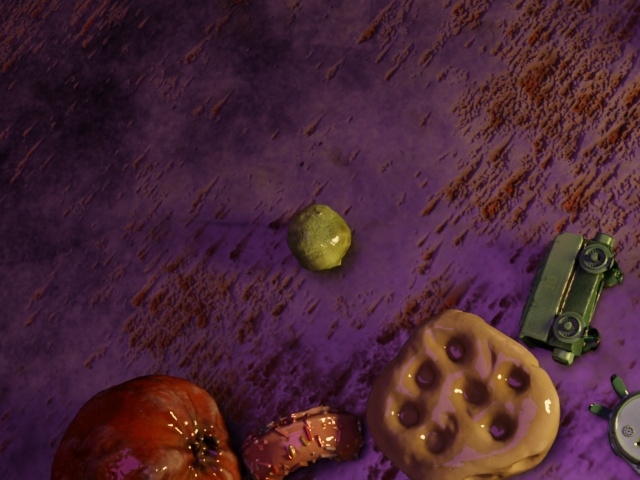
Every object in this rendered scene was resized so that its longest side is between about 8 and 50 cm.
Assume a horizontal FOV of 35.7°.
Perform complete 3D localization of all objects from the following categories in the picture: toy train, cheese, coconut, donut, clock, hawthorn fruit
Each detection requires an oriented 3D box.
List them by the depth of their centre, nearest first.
[{"bbox_3d":[0.385,0.222,1.171,0.135,0.041,0.101,37,87,26],"label":"clock"},{"bbox_3d":[0.174,0.196,1.212,0.235,0.117,0.218,-1,71,20],"label":"cheese"},{"bbox_3d":[0.309,0.067,1.238,0.099,0.070,0.172,16,77,34],"label":"toy train"},{"bbox_3d":[-0.029,0.261,1.262,0.166,0.117,0.065,-25,61,10],"label":"donut"},{"bbox_3d":[-0.246,0.299,1.268,0.272,0.242,0.242,-21,66,27],"label":"hawthorn fruit"},{"bbox_3d":[0.000,0.000,1.358,0.088,0.096,0.088,-33,28,20],"label":"coconut"}]
